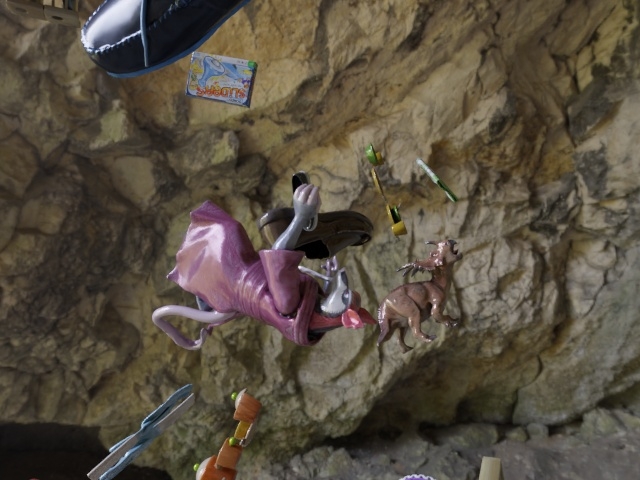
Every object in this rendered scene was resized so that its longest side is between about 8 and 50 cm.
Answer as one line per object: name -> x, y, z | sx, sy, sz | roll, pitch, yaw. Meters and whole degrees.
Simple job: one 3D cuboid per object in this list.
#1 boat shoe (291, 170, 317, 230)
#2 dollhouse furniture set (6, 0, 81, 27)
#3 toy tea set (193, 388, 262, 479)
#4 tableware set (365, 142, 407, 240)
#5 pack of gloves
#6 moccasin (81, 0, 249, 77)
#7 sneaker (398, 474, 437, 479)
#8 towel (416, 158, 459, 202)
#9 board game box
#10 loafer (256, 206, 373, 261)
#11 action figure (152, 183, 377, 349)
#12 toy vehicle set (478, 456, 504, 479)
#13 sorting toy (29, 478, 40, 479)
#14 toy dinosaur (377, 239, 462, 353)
boat shoe -> -0.042, -0.089, 0.996 | 0.049, 0.142, 0.040 | -6, 8, 30
dollhouse furniture set -> -0.538, -0.522, 0.822 | 0.129, 0.129, 0.184 | 1, 4, -26
toy tea set -> -0.277, 0.585, 1.220 | 0.124, 0.335, 0.200 | 21, -16, 7
tableware set -> 0.108, -0.077, 0.683 | 0.024, 0.154, 0.104 | -19, -16, 14
pack of gloves -> -0.360, 0.379, 0.871 | 0.046, 0.232, 0.195 | 41, -35, 13
moccasin -> -0.148, -0.325, 0.485 | 0.342, 0.137, 0.117 | -33, -17, 9
sneaker -> 0.270, 0.605, 0.963 | 0.237, 0.095, 0.104 | 0, -1, 17
towel -> 0.341, -0.176, 1.260 | 0.113, 0.152, 0.023 | 35, -69, -29
board game box -> -0.305, -0.495, 1.320 | 0.201, 0.136, 0.035 | 11, 4, 6
loafer -> 0.000, 0.000, 1.133 | 0.366, 0.130, 0.134 | 0, -23, -38
action figure -> -0.091, 0.074, 0.651 | 0.370, 0.275, 0.248 | 20, -26, 38
toy vehicle set -> 0.308, 0.547, 0.767 | 0.035, 0.165, 0.267 | -8, 7, 28
sorting toy -> -0.555, 0.486, 0.781 | 0.042, 0.102, 0.061 | 34, -49, 15
toy dinosaur -> 0.221, 0.139, 1.022 | 0.296, 0.200, 0.127 | -27, -14, -16
